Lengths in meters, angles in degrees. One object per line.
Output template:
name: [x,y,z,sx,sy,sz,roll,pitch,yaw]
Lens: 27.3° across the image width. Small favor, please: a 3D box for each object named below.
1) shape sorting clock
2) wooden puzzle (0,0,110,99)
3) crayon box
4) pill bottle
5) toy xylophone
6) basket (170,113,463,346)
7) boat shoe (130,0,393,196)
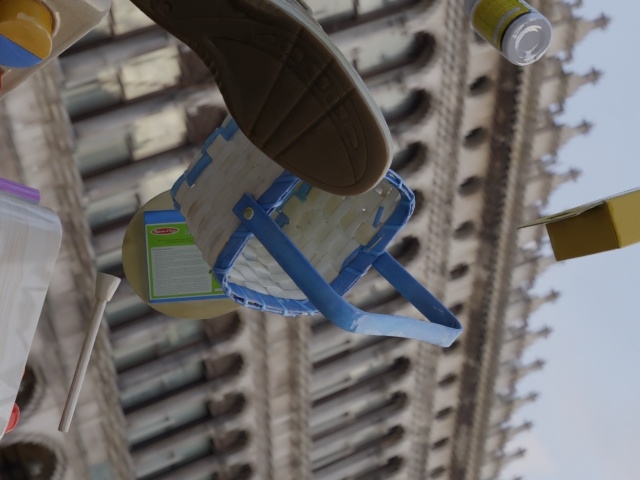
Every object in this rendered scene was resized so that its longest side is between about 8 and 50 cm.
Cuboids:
shape sorting clock: [-0.167,0.016,1.797,0.040,0.206,0.206,-105,-174,-58]
wooden puzzle: [-0.503,-0.285,1.747,0.322,0.348,0.080,32,32,-42]
crayon box: [0.495,-0.041,2.069,0.202,0.319,0.081,161,-87,-72]
pill bottle: [0.217,-0.259,1.556,0.116,0.065,0.065,-128,-155,-47]
toy xylophone: [-0.355,0.094,1.431,0.081,0.322,0.236,8,-18,47]
basket: [0.000,0.000,1.363,0.289,0.201,0.255,50,16,27]
boat shoe: [-0.049,-0.188,1.228,0.341,0.110,0.121,48,-62,2]
